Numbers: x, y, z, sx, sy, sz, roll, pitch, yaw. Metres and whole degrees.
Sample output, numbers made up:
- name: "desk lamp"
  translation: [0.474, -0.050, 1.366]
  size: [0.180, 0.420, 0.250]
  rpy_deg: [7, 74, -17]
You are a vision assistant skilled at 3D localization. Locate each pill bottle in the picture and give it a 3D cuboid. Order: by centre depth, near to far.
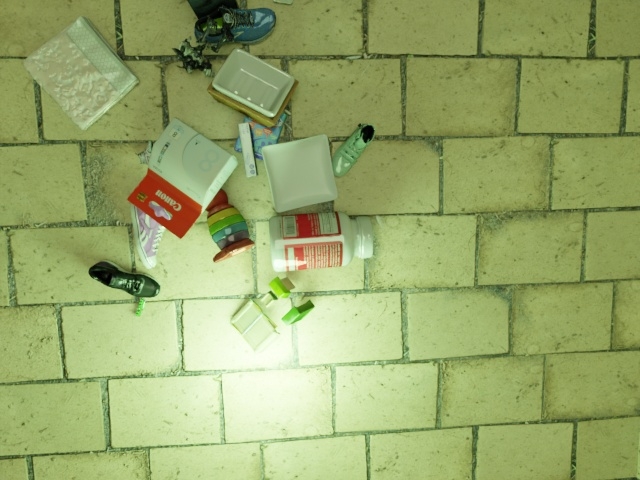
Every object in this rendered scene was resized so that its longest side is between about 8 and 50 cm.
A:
- name: "pill bottle"
  translation: [0.000, 0.000, 1.810]
  size: [0.407, 0.229, 0.229]
  rpy_deg: [-4, 97, -4]

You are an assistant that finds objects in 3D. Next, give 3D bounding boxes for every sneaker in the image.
- name: "sneaker"
  translation: [-0.334, -0.841, 1.729]
  size: [0.329, 0.147, 0.130]
  rpy_deg: [-16, 97, -3]
- name: "sneaker"
  translation: [-0.721, -0.360, 1.805]
  size: [0.069, 0.038, 0.098]
  rpy_deg: [4, 96, -6]
- name: "sneaker"
  translation: [-0.808, 0.176, 1.814]
  size: [0.283, 0.124, 0.107]
  rpy_deg: [21, 95, -7]
- name: "sneaker"
  translation: [-0.674, -0.030, 1.817]
  size: [0.160, 0.102, 0.282]
  rpy_deg: [-9, 97, -7]
- name: "sneaker"
  translation: [0.131, -0.376, 1.817]
  size: [0.094, 0.151, 0.256]
  rpy_deg: [33, 94, -9]

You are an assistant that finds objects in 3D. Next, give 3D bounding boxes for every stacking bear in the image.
- name: "stacking bear"
  translation: [-0.397, -0.081, 1.807]
  size: [0.164, 0.175, 0.289]
  rpy_deg: [-22, 87, -46]

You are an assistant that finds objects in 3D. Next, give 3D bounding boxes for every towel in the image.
- name: "towel"
  translation: [-0.942, -0.662, 1.747]
  size: [0.317, 0.053, 0.332]
  rpy_deg: [-40, 97, 1]

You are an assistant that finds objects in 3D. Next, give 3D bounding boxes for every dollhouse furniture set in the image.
- name: "dollhouse furniture set"
  translation: [-0.211, 0.318, 1.911]
  size: [0.301, 0.151, 0.198]
  rpy_deg: [-45, 77, 18]

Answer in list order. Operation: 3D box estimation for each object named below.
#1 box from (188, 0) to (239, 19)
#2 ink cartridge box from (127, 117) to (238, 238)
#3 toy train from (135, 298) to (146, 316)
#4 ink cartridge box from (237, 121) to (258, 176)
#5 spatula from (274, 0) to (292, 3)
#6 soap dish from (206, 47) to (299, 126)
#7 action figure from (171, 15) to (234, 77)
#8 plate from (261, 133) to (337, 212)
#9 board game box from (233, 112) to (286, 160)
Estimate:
- name: "box"
  translation: [-0.447, -1.015, 1.626]
  size: [0.182, 0.294, 0.297]
  rpy_deg: [-20, 97, 0]
- name: "ink cartridge box"
  translation: [-0.558, -0.247, 1.737]
  size: [0.308, 0.091, 0.385]
  rpy_deg: [34, 84, 12]
- name: "toy train"
  translation: [-0.766, 0.286, 1.885]
  size: [0.023, 0.017, 0.083]
  rpy_deg: [20, 94, -16]
- name: "ink cartridge box"
  translation: [-0.287, -0.359, 1.763]
  size: [0.046, 0.097, 0.207]
  rpy_deg: [-8, 99, -3]
- name: "spatula"
  translation: [-0.219, -1.057, 1.779]
  size: [0.241, 0.019, 0.168]
  rpy_deg: [10, 96, -6]
- name: "soap dish"
  translation: [-0.263, -0.595, 1.742]
  size: [0.290, 0.118, 0.229]
  rpy_deg: [26, 70, -4]
- name: "action figure"
  translation: [-0.460, -0.713, 1.681]
  size: [0.164, 0.141, 0.275]
  rpy_deg: [30, 134, -34]
- name: "plate"
  translation: [-0.084, -0.280, 1.843]
  size: [0.277, 0.045, 0.278]
  rpy_deg: [-14, 105, -10]
- name: "board game box"
  translation: [-0.248, -0.446, 1.830]
  size: [0.160, 0.047, 0.210]
  rpy_deg: [18, 94, -6]
